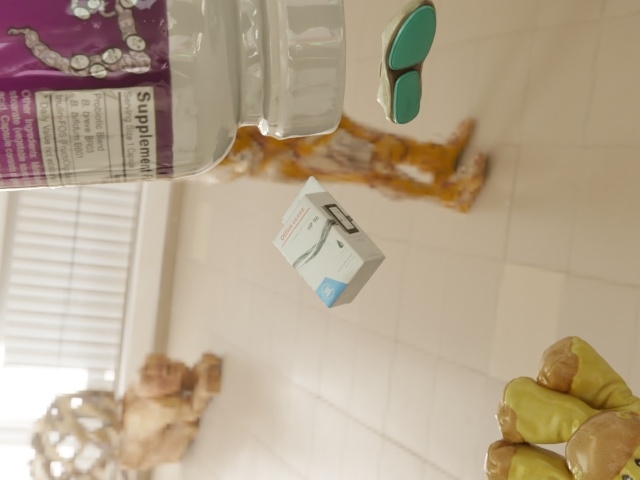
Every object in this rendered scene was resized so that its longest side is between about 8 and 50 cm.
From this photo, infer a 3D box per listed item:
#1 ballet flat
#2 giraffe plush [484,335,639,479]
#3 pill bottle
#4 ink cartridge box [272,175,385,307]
[{"bbox_3d":[0.078,-0.187,1.208,0.052,0.057,0.168,56,155,32],"label":"ballet flat"},{"bbox_3d":[0.263,0.197,1.055,0.170,0.210,0.181,-79,3,-83],"label":"giraffe plush"},{"bbox_3d":[-0.143,-0.115,0.693,0.169,0.302,0.169,175,90,-81],"label":"pill bottle"},{"bbox_3d":[0.000,0.000,0.829,0.083,0.028,0.048,49,122,22],"label":"ink cartridge box"}]
